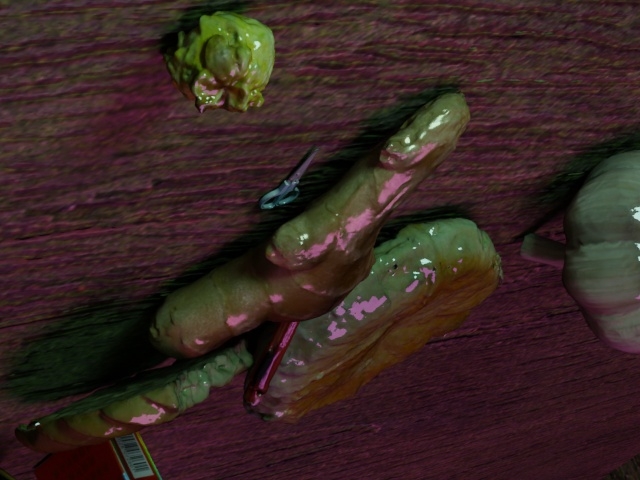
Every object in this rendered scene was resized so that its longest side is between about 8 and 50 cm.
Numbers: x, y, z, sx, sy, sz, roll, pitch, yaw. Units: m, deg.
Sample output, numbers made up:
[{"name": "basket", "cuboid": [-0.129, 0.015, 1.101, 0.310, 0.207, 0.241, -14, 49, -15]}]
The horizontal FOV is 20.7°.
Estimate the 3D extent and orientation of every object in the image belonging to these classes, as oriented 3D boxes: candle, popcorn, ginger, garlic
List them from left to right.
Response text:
[{"name": "popcorn", "cuboid": [-0.058, -0.105, 1.065, 0.068, 0.059, 0.083, -26, 170, -10]}, {"name": "candle", "cuboid": [-0.028, 0.075, 1.542, 0.167, 0.021, 0.026, -63, 172, 20]}, {"name": "ginger", "cuboid": [0.000, 0.000, 1.409, 0.148, 0.081, 0.333, 13, 136, -41]}, {"name": "garlic", "cuboid": [0.294, 0.018, 1.747, 0.212, 0.218, 0.218, -6, 180, 41]}]

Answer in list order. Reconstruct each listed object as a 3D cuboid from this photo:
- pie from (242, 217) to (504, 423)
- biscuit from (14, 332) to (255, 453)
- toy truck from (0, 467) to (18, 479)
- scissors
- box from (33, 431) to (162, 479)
[{"name": "pie", "cuboid": [0.049, 0.075, 1.677, 0.306, 0.071, 0.306, -29, 164, -9]}, {"name": "biscuit", "cuboid": [-0.164, 0.137, 1.482, 0.187, 0.036, 0.273, -18, -178, 16]}, {"name": "toy truck", "cuboid": [-0.368, 0.307, 1.563, 0.272, 0.157, 0.124, -37, 145, 0]}, {"name": "scissors", "cuboid": [-0.020, -0.048, 1.350, 0.036, 0.006, 0.083, -13, 156, -35]}, {"name": "box", "cuboid": [-0.191, 0.264, 1.659, 0.112, 0.175, 0.048, -39, 159, 31]}]
